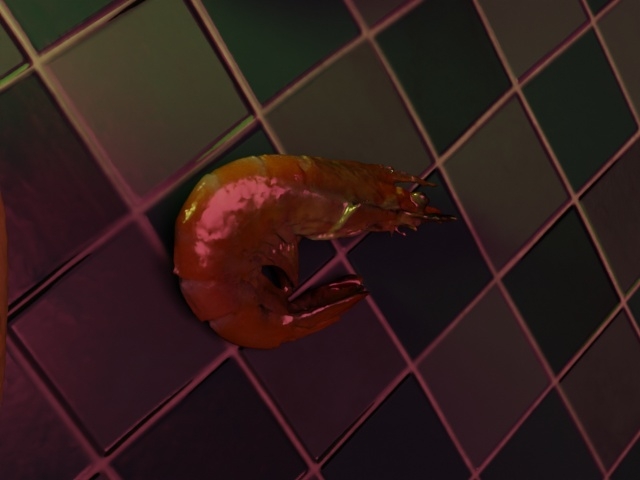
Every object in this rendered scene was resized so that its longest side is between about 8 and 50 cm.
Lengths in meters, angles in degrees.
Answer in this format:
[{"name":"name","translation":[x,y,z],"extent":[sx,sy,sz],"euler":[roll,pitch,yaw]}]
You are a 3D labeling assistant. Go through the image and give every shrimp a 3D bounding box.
[{"name":"shrimp","translation":[0.000,0.000,0.766],"extent":[0.249,0.068,0.150],"euler":[-13,109,-28]}]

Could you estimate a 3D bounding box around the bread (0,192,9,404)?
[{"name":"bread","translation":[-0.304,0.030,0.454],"extent":[0.320,0.237,0.320],"euler":[7,90,-67]}]
